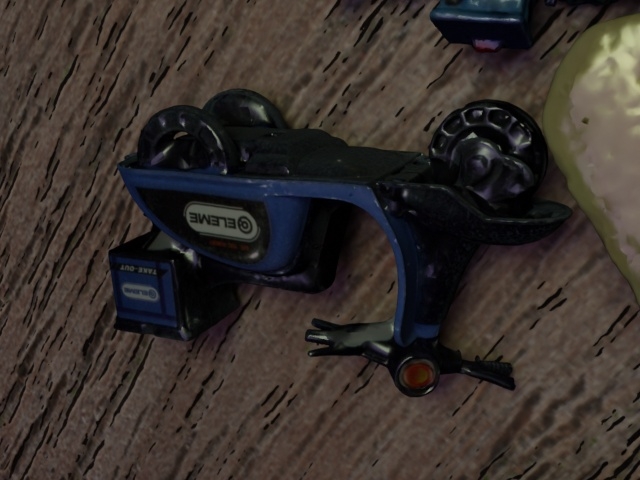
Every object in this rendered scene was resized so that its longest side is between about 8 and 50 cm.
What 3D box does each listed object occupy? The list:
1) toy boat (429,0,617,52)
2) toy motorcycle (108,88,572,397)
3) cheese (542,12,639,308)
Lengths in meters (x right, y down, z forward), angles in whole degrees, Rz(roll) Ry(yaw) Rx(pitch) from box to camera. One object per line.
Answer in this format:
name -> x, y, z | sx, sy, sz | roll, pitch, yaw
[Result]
toy boat -> 0.101, -0.171, 0.490 | 0.223, 0.100, 0.097 | 11, 91, 25
toy motorcycle -> 0.000, 0.000, 0.566 | 0.358, 0.125, 0.213 | 6, 111, 27
cheese -> 0.347, -0.016, 0.396 | 0.384, 0.104, 0.384 | 6, 103, 26
